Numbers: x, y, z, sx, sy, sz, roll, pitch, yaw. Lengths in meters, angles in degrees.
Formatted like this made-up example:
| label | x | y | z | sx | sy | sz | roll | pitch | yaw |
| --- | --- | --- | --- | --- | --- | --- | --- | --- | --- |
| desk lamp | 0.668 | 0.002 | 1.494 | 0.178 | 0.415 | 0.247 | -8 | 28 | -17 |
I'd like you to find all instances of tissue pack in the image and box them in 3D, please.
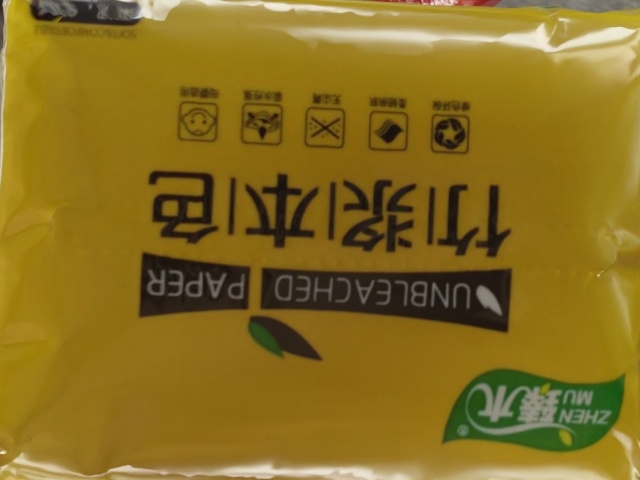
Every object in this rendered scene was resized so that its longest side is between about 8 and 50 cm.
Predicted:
| label | x | y | z | sx | sy | sz | roll | pitch | yaw |
| --- | --- | --- | --- | --- | --- | --- | --- | --- | --- |
| tissue pack | 0.000 | 0.000 | 1.030 | 0.382 | 0.228 | 0.293 | 3 | 91 | -5 |

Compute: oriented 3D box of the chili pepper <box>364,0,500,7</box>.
| label | x | y | z | sx | sy | sz | roll | pitch | yaw |
| --- | --- | --- | --- | --- | --- | --- | --- | --- | --- |
| chili pepper | 0.099 | -0.254 | 1.618 | 0.368 | 0.137 | 0.092 | -22 | 37 | 47 |
